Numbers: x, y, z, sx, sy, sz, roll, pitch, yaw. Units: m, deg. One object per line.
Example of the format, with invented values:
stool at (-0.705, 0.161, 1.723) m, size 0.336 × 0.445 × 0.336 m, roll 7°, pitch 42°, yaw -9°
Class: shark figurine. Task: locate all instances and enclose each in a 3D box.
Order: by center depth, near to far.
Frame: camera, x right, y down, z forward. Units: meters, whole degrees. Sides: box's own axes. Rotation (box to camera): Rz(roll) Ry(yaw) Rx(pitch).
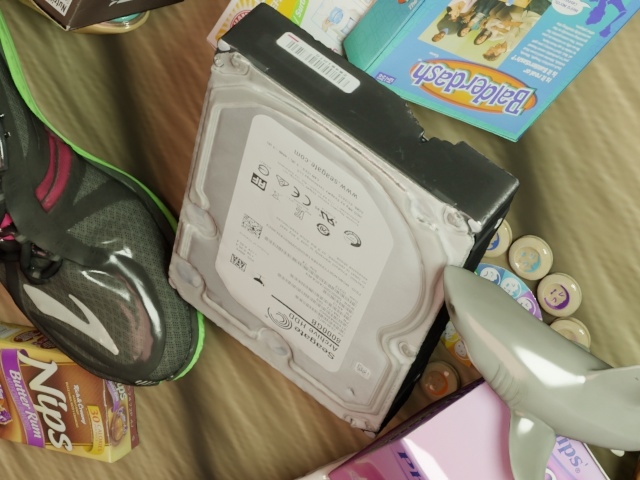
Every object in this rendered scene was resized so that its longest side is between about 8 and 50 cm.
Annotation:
shark figurine at (0.225, 0.099, 1.050) m, size 0.116 × 0.278 × 0.166 m, roll -42°, pitch 46°, yaw 48°

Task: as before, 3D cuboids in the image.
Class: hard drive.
hard drive at (0.000, 0.000, 1.186) m, size 0.237 × 0.064 × 0.339 m, roll 37°, pitch 148°, yaw 11°

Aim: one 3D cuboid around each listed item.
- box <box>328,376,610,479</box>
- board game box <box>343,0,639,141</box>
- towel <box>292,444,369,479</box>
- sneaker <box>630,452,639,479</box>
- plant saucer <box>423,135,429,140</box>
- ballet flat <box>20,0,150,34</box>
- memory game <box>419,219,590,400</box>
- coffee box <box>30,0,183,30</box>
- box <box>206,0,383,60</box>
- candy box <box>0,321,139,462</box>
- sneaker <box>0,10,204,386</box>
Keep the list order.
box at (0.133, 0.227, 1.165) m, size 0.213 × 0.117 × 0.243 m, roll 57°, pitch 161°, yaw 5°
board game box at (0.141, -0.176, 1.085) m, size 0.210 × 0.160 × 0.047 m, roll -48°, pitch 40°, yaw 32°
towel at (0.006, 0.369, 1.276) m, size 0.317 × 0.053 × 0.332 m, roll -23°, pitch 85°, yaw -9°
sneaker at (0.284, 0.288, 1.179) m, size 0.106 × 0.123 × 0.290 m, roll -7°, pitch 105°, yaw 30°
plant saucer at (0.054, -0.023, 1.253) m, size 0.168 × 0.029 × 0.168 m, roll 10°, pitch 107°, yaw 35°
ballet flat at (-0.242, -0.234, 1.350) m, size 0.232 × 0.080 × 0.073 m, roll 34°, pitch 149°, yaw 20°
memory game at (0.135, 0.067, 1.255) m, size 0.186 × 0.012 × 0.186 m, roll 10°, pitch 111°, yaw 27°
coffee box at (-0.133, -0.325, 1.183) m, size 0.119 × 0.168 × 0.297 m, roll 41°, pitch 123°, yaw 13°
box at (0.021, -0.202, 1.167) m, size 0.103 × 0.114 × 0.203 m, roll 45°, pitch 124°, yaw 10°
candy box at (-0.272, 0.147, 1.500) m, size 0.187 × 0.053 × 0.109 m, roll 6°, pitch 109°, yaw 27°
sneaker at (-0.288, -0.047, 1.313) m, size 0.185 × 0.202 × 0.483 m, roll -32°, pitch 104°, yaw 23°
